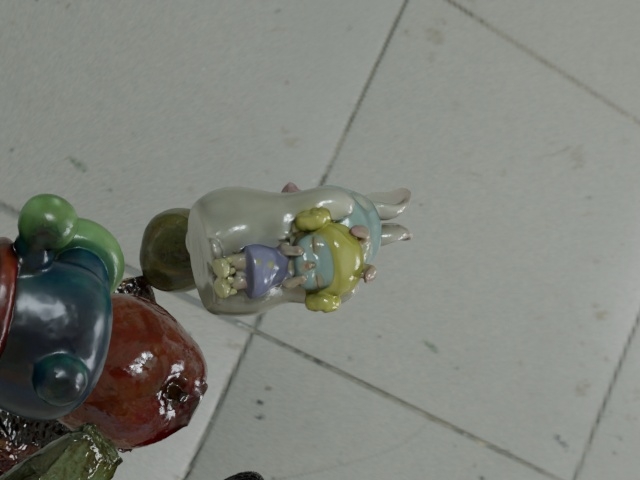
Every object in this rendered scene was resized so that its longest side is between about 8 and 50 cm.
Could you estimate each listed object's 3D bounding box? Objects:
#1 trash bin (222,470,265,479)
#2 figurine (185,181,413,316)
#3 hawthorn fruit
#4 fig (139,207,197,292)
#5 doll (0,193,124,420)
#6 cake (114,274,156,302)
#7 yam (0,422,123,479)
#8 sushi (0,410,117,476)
[{"bbox_3d":[-0.075,0.483,1.483,0.262,0.277,0.217,50,50,-16],"label":"trash bin"},{"bbox_3d":[0.000,0.000,1.036,0.236,0.155,0.127,-9,94,-17],"label":"figurine"},{"bbox_3d":[-0.218,0.155,1.231,0.185,0.202,0.185,-20,117,-45],"label":"hawthorn fruit"},{"bbox_3d":[-0.181,0.024,1.652,0.185,0.126,0.133,13,79,11],"label":"fig"},{"bbox_3d":[-0.283,0.044,0.749,0.322,0.186,0.198,8,113,-28],"label":"doll"},{"bbox_3d":[-0.316,0.187,1.744,0.135,0.112,0.246,-15,88,-28],"label":"cake"},{"bbox_3d":[-0.315,0.288,1.079,0.259,0.106,0.106,-31,99,-6],"label":"yam"},{"bbox_3d":[-0.458,0.274,1.635,0.343,0.196,0.182,16,42,-29],"label":"sushi"}]
